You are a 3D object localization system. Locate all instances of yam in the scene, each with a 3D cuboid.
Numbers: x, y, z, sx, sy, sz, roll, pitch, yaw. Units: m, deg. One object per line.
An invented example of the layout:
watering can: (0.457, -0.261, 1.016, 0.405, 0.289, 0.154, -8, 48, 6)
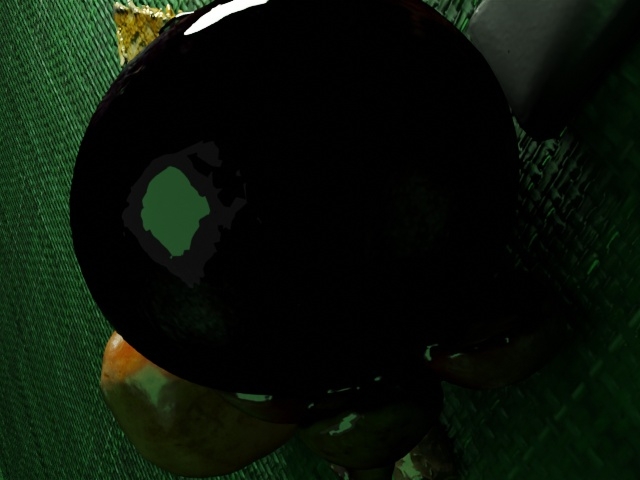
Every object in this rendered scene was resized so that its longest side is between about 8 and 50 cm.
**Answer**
yam: (0.059, 0.126, 0.986, 0.066, 0.066, 0.300, -54, 52, 48)

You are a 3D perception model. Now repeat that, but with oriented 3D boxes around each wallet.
wallet: (0.197, -0.205, 0.719, 0.250, 0.044, 0.149, -58, 44, 46)

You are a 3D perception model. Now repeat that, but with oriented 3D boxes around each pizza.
pizza: (-0.230, -0.224, 1.378, 0.287, 0.074, 0.251, 35, 124, 52)

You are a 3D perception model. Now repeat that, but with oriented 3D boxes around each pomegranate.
pomegranate: (-0.141, 0.161, 1.147, 0.270, 0.252, 0.229, -9, 108, 57)

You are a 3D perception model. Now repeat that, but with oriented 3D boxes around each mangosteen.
mangosteen: (0.000, 0.000, 0.785, 0.382, 0.382, 0.435, -35, 81, 55)

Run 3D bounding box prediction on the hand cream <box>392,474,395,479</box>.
hand cream: (0.068, 0.263, 1.034, 0.057, 0.037, 0.165, 55, 133, 38)
